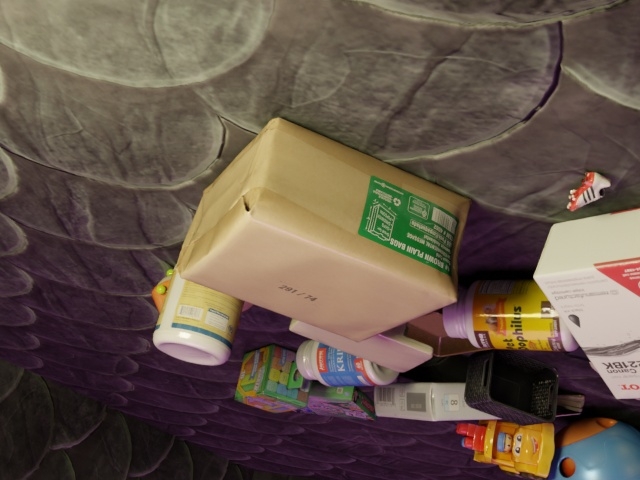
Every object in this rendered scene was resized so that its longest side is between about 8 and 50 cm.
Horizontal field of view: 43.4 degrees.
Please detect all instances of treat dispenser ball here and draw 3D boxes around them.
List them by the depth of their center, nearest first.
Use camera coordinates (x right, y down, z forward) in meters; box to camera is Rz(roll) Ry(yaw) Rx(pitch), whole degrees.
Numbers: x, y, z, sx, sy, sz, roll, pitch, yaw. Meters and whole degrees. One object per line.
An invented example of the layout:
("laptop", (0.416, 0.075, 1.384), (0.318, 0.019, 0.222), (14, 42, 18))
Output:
("treat dispenser ball", (0.678, 0.570, 1.934), (0.288, 0.288, 0.288), (11, 156, 5))

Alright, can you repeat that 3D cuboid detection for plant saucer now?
("plant saucer", (0.231, 0.167, 1.567), (0.188, 0.045, 0.188), (27, 153, -28))

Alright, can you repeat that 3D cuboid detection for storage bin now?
("storage bin", (0.404, 0.310, 1.698), (0.180, 0.122, 0.084), (22, 154, -20))

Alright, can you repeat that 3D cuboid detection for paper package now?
("paper package", (0.000, 0.000, 1.170), (0.325, 0.168, 0.309), (22, 154, -19))

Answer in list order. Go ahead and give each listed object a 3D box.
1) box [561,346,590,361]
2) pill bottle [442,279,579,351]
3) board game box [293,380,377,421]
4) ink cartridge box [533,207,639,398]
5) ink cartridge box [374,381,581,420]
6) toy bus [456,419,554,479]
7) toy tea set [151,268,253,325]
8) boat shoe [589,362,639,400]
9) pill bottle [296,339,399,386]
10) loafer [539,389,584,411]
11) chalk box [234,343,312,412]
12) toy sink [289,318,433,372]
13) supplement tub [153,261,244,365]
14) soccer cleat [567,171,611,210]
("box", (0.606, 0.161, 1.340), (0.296, 0.073, 0.293), (16, 157, -8))
("pill bottle", (0.319, 0.123, 1.338), (0.215, 0.117, 0.117), (-2, 152, 30))
("board game box", (-0.015, 0.458, 2.325), (0.318, 0.046, 0.213), (1, 153, 25))
("ink cartridge box", (0.454, 0.093, 1.111), (0.197, 0.114, 0.273), (-13, 126, 45))
("ink cartridge box", (0.362, 0.375, 1.902), (0.385, 0.091, 0.308), (2, 169, -20))
("toy bus", (0.441, 0.487, 1.945), (0.212, 0.149, 0.220), (13, 167, -2))
("toy tea set", (-0.265, 0.144, 1.729), (0.200, 0.124, 0.336), (-11, 159, -20))
("boat shoe", (0.609, 0.254, 1.537), (0.206, 0.075, 0.065), (27, 156, -19))
("pill bottle", (0.056, 0.257, 1.753), (0.222, 0.124, 0.124), (-12, 146, 41))
("loafer", (0.545, 0.359, 1.851), (0.125, 0.039, 0.045), (16, -173, 1))
("chalk box", (-0.105, 0.348, 2.026), (0.132, 0.132, 0.213), (24, 153, -23))
("toy sink", (0.086, 0.125, 1.446), (0.234, 0.131, 0.153), (22, 155, -8))
("supplement tub", (-0.216, 0.117, 1.489), (0.145, 0.199, 0.144), (11, 156, 5))
("soccer cleat", (0.345, -0.060, 1.036), (0.036, 0.029, 0.083), (16, 152, 3))
